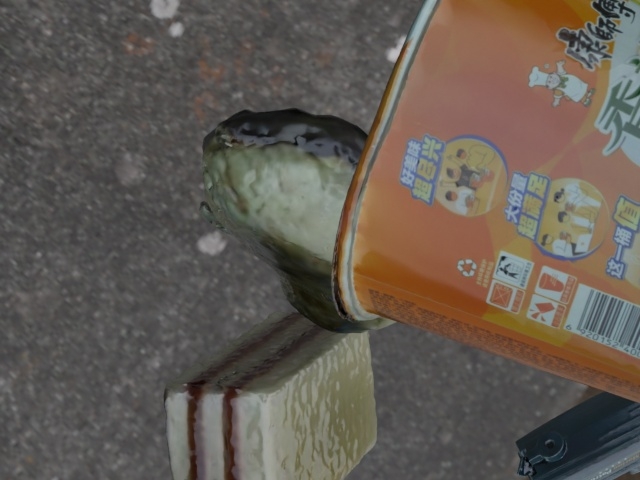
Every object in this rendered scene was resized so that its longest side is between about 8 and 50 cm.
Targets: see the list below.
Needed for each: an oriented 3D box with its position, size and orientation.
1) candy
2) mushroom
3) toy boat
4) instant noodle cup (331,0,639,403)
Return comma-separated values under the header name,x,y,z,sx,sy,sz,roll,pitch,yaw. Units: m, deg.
name,x,y,z,sx,sy,sz,roll,pitch,yaw
candy,-0.045,0.197,1.398,0.320,0.135,0.179,-29,118,-66
mushroom,0.000,0.002,1.275,0.344,0.247,0.130,66,28,-59
toy boat,0.427,0.281,1.809,0.296,0.114,0.122,-28,136,8
instant noodle cup,0.168,-0.036,0.768,0.296,0.214,0.296,-54,160,-30
